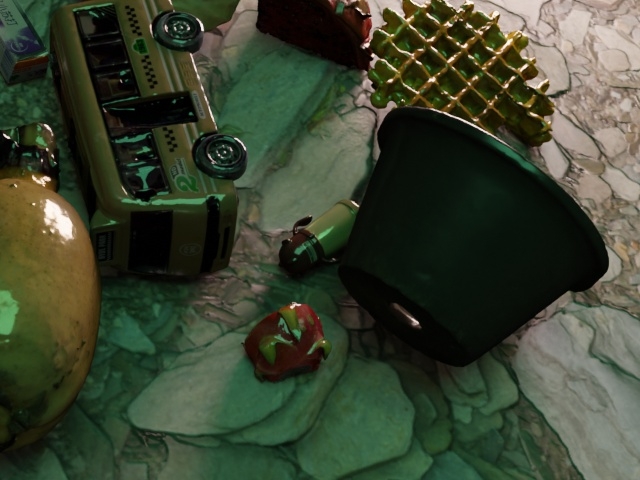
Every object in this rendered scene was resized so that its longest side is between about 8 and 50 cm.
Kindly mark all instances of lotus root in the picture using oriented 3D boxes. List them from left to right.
[{"bbox_3d":[-0.273,0.033,1.064,0.183,0.182,0.310,8,54,-10],"label":"lotus root"}]

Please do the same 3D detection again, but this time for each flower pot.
[{"bbox_3d":[0.124,0.014,1.177,0.269,0.269,0.166,36,79,9],"label":"flower pot"}]

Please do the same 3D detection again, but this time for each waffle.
[{"bbox_3d":[0.159,-0.176,1.385,0.232,0.051,0.228,8,64,-22],"label":"waffle"}]

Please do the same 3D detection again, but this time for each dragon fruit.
[{"bbox_3d":[-0.027,0.097,1.167,0.083,0.060,0.056,-13,59,-25],"label":"dragon fruit"},{"bbox_3d":[0.011,-0.284,1.393,0.161,0.127,0.120,26,66,-1],"label":"dragon fruit"}]

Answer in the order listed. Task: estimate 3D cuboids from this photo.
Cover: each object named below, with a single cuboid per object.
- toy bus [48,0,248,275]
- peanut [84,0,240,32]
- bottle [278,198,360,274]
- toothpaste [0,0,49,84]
[{"bbox_3d":[-0.177,-0.105,1.209,0.157,0.139,0.289,-10,60,-17],"label":"toy bus"},{"bbox_3d":[-0.172,-0.336,1.379,0.197,0.110,0.233,13,55,-1],"label":"peanut"},{"bbox_3d":[-0.001,0.000,1.249,0.101,0.047,0.063,-34,35,-27],"label":"bottle"},{"bbox_3d":[-0.356,-0.254,1.317,0.047,0.040,0.196,-20,64,-29],"label":"toothpaste"}]
